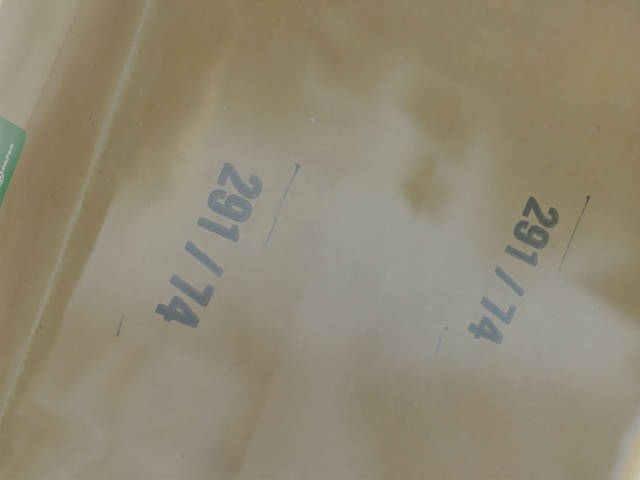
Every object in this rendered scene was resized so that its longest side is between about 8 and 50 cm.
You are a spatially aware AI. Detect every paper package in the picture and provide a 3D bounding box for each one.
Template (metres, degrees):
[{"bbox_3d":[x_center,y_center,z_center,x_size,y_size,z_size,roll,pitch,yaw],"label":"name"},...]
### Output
[{"bbox_3d":[0.000,0.000,0.638,0.309,0.325,0.168,17,-175,-29],"label":"paper package"}]
